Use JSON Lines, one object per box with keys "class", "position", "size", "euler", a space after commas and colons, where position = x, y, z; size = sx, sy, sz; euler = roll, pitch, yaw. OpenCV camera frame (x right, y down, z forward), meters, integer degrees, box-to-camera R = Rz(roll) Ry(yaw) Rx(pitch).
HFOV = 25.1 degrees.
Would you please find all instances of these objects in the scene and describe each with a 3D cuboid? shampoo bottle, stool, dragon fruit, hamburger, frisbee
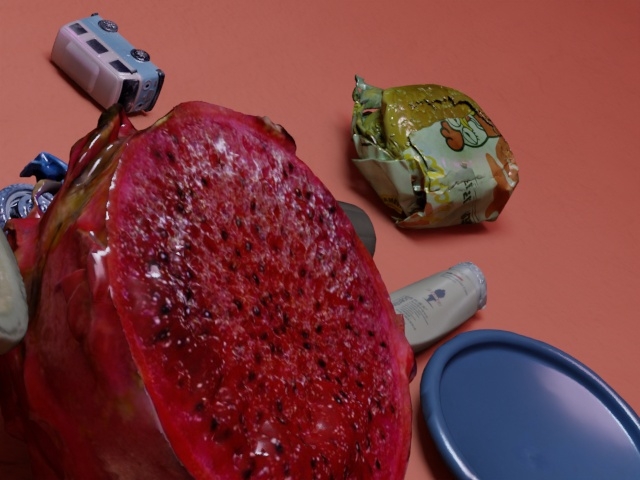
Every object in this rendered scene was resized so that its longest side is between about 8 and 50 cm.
{"class": "shampoo bottle", "position": [0.112, 0.074, 1.546], "size": [0.072, 0.049, 0.212], "euler": [37, 31, 17]}
{"class": "stool", "position": [0.000, 0.000, 1.516], "size": [0.110, 0.096, 0.096], "euler": [2, 41, -46]}
{"class": "dragon fruit", "position": [-0.104, 0.094, 1.131], "size": [0.386, 0.249, 0.371], "euler": [20, 54, -52]}
{"class": "hamburger", "position": [0.121, -0.122, 1.751], "size": [0.214, 0.125, 0.235], "euler": [9, 51, -48]}
{"class": "frisbee", "position": [0.221, 0.209, 1.448], "size": [0.289, 0.049, 0.290], "euler": [20, 37, -16]}

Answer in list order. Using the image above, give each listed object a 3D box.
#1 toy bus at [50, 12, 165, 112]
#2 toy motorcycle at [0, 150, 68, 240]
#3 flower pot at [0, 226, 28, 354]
{"class": "toy bus", "position": [-0.241, -0.195, 1.614], "size": [0.123, 0.060, 0.075], "euler": [42, 38, 21]}
{"class": "toy motorcycle", "position": [-0.190, 0.030, 1.305], "size": [0.254, 0.092, 0.135], "euler": [47, 37, -1]}
{"class": "flower pot", "position": [-0.345, 0.036, 0.921], "size": [0.307, 0.244, 0.307], "euler": [56, 3, -5]}
